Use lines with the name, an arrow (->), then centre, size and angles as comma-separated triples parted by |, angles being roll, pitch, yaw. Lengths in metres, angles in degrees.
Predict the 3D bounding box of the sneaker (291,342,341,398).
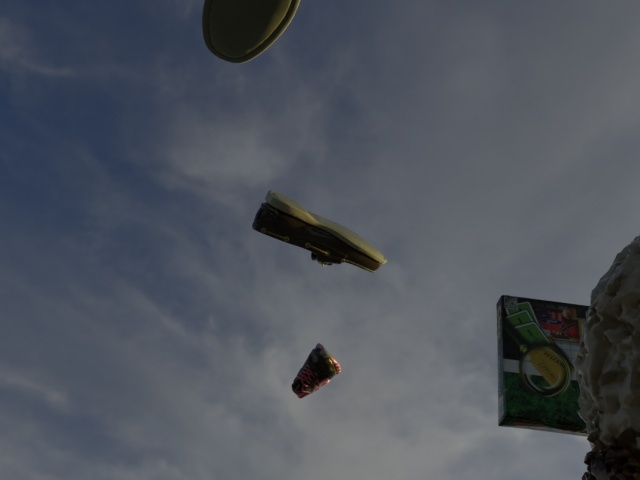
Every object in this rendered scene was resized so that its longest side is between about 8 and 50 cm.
sneaker -> -0.011, 0.177, 0.938 | 0.057, 0.047, 0.119 | -34, -19, -25

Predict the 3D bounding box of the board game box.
board game box -> 0.308, 0.134, 0.718 | 0.259, 0.136, 0.030 | 7, -29, 0

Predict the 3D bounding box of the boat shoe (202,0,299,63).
boat shoe -> -0.060, -0.361, 0.893 | 0.114, 0.091, 0.302 | 24, -51, -20

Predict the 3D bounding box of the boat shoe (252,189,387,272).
boat shoe -> 0.000, 0.000, 1.149 | 0.227, 0.081, 0.069 | 28, -79, -17

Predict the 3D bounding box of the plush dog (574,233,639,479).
plush dog -> 0.225, 0.067, 0.340 | 0.225, 0.262, 0.210 | 19, -12, -16
